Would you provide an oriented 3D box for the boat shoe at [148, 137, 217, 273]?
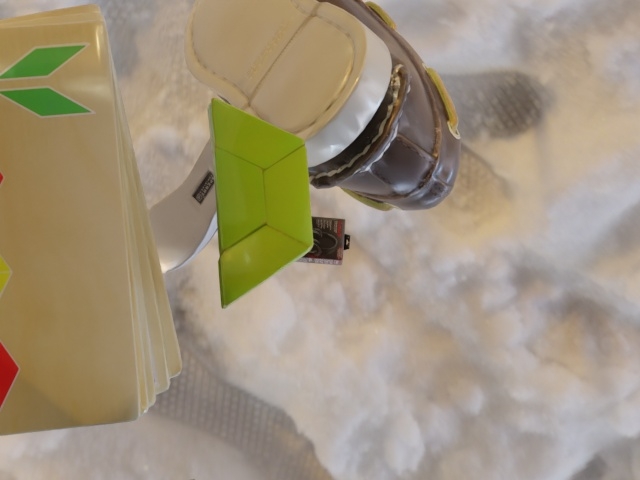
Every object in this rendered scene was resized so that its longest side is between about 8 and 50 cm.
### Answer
[{"bbox_3d":[-0.154,-0.061,1.694,0.096,0.088,0.267,44,116,18],"label":"boat shoe"}]

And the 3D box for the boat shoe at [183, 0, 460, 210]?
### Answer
[{"bbox_3d":[-0.005,-0.114,0.782,0.096,0.324,0.117,34,101,-29],"label":"boat shoe"}]

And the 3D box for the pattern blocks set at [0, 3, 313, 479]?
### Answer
[{"bbox_3d":[-0.146,-0.009,0.505,0.285,0.026,0.325,3,80,-7],"label":"pattern blocks set"}]

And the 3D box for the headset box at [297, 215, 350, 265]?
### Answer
[{"bbox_3d":[0.000,0.000,1.730,0.083,0.032,0.062,5,75,0],"label":"headset box"}]
